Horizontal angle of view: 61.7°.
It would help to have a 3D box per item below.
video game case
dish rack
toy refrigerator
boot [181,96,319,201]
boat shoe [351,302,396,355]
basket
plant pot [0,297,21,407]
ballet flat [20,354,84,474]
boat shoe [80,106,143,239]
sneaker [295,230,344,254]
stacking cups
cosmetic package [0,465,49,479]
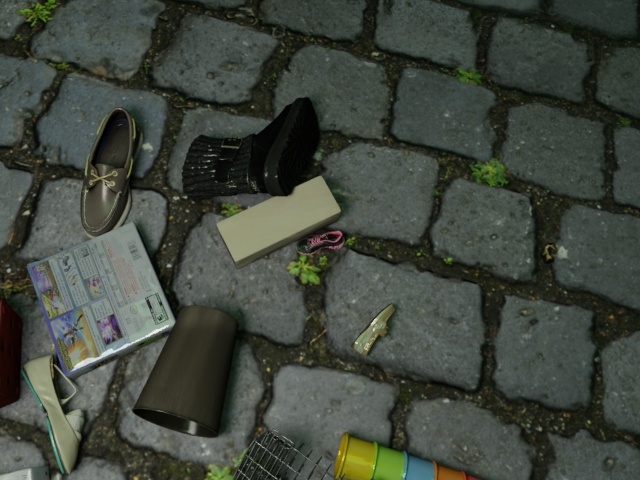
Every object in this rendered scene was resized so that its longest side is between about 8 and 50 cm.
[{"bbox_3d":[-0.476,0.126,1.180,0.244,0.061,0.269,-24,73,-13],"label":"video game case"},{"bbox_3d":[-0.036,0.494,1.026,0.272,0.074,0.208,31,101,15],"label":"dish rack"},{"bbox_3d":[-0.097,-0.041,1.255,0.270,0.094,0.102,-27,79,-12],"label":"toy refrigerator"},{"bbox_3d":[-0.165,-0.230,1.304,0.260,0.131,0.348,0,40,23],"label":"boot"},{"bbox_3d":[0.127,0.201,1.202,0.045,0.050,0.135,41,82,8],"label":"boat shoe"},{"bbox_3d":[-0.257,0.262,1.092,0.154,0.204,0.226,0,57,22],"label":"basket"},{"bbox_3d":[-0.728,0.227,1.036,0.236,0.267,0.267,-2,69,-18],"label":"plant pot"},{"bbox_3d":[-0.528,0.343,1.089,0.086,0.086,0.248,-28,73,-13],"label":"ballet flat"},{"bbox_3d":[-0.502,-0.162,1.269,0.117,0.096,0.324,9,69,-1],"label":"boat shoe"},{"bbox_3d":[0.000,0.000,1.263,0.119,0.057,0.047,-13,73,-7],"label":"sneaker"},{"bbox_3d":[0.188,0.478,1.074,0.316,0.096,0.096,17,69,3],"label":"stacking cups"},{"bbox_3d":[-0.643,0.513,1.011,0.231,0.085,0.117,-13,71,-7],"label":"cosmetic package"}]
